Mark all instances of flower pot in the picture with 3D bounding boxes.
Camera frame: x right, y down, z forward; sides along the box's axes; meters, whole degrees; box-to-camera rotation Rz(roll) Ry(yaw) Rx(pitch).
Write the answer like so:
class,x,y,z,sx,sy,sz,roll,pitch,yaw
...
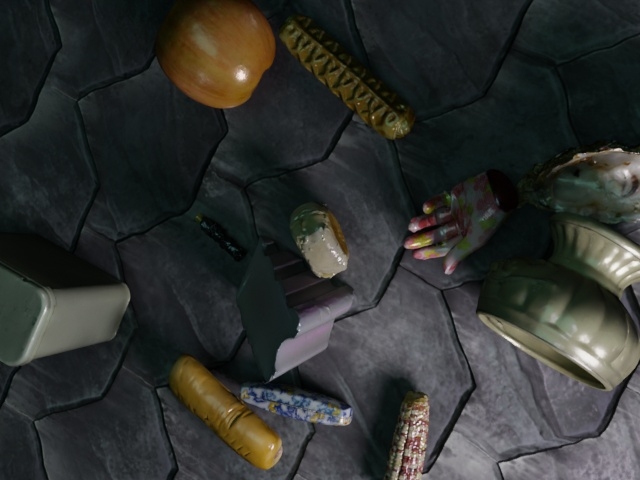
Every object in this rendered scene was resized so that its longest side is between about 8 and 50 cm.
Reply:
class,x,y,z,sx,sy,sz,roll,pitch,yaw
flower pot,0.456,0.100,1.579,0.307,0.307,0.244,30,83,17

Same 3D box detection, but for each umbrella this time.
class,x,y,z,sx,sy,sz,roll,pitch,yaw
umbrella,-0.224,-0.010,1.936,0.144,0.037,0.040,41,101,13

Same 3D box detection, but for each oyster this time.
class,x,y,z,sx,sy,sz,roll,pitch,yaw
oyster,0.535,-0.131,1.607,0.396,0.204,0.111,-1,52,17

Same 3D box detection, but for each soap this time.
class,x,y,z,sx,sy,sz,roll,pitch,yaw
soap,-0.105,0.130,1.764,0.257,0.302,0.159,34,108,16

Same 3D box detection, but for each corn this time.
class,x,y,z,sx,sy,sz,roll,pitch,yaw
corn,0.176,0.425,1.772,0.079,0.079,0.237,9,92,19

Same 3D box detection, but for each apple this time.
class,x,y,z,sx,sy,sz,roll,pitch,yaw
apple,-0.212,-0.410,1.847,0.241,0.242,0.242,42,103,2

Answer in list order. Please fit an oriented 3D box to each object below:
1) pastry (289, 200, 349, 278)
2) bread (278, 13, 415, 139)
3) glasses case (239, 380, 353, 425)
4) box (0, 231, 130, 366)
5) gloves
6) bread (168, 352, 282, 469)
class,x,y,z,sx,sy,sz,roll,pitch,yaw
pastry,0.000,0.000,1.799,0.088,0.166,0.166,-28,81,11
bread,0.053,-0.344,1.820,0.367,0.084,0.077,44,143,13
glasses case,-0.052,0.344,1.847,0.247,0.087,0.065,10,88,17
box,-0.655,0.110,1.924,0.351,0.344,0.177,26,99,18
gloves,0.276,-0.034,1.725,0.145,0.126,0.241,56,134,6
bread,-0.208,0.372,1.874,0.305,0.142,0.091,39,67,17
